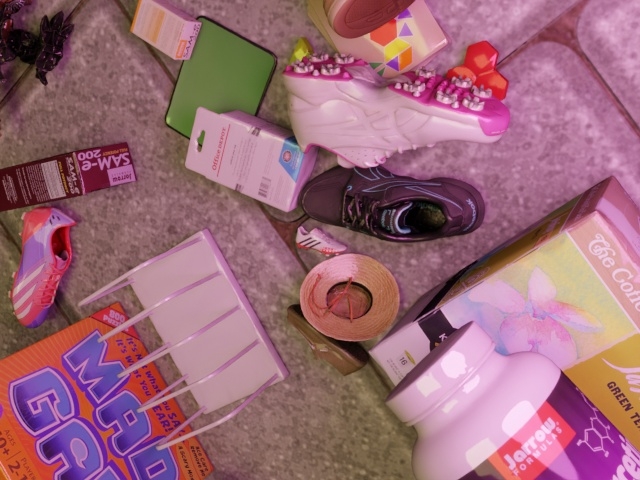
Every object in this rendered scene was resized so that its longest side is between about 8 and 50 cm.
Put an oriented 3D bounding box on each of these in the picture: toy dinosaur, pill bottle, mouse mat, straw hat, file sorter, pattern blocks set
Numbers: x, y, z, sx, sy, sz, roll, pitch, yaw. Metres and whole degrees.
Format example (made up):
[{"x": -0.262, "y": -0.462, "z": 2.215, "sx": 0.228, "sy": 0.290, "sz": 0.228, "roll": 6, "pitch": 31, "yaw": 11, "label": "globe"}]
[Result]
[{"x": -0.541, "y": -0.341, "z": 1.233, "sx": 0.219, "sy": 0.164, "sz": 0.321, "roll": 18, "pitch": 131, "yaw": 36, "label": "toy dinosaur"}, {"x": 0.218, "y": 0.238, "z": 0.724, "sx": 0.323, "sy": 0.181, "sz": 0.181, "roll": 47, "pitch": 119, "yaw": 7, "label": "pill bottle"}, {"x": -0.156, "y": -0.228, "z": 1.129, "sx": 0.153, "sy": 0.007, "sz": 0.189, "roll": 32, "pitch": 117, "yaw": 15, "label": "mouse mat"}, {"x": 0.041, "y": 0.092, "z": 1.088, "sx": 0.144, "sy": 0.144, "sz": 0.061, "roll": 36, "pitch": 158, "yaw": 13, "label": "straw hat"}, {"x": -0.225, "y": 0.159, "z": 1.179, "sx": 0.193, "sy": 0.173, "sz": 0.277, "roll": -29, "pitch": 90, "yaw": 29, "label": "file sorter"}, {"x": 0.077, "y": -0.290, "z": 0.983, "sx": 0.286, "sy": 0.026, "sz": 0.324, "roll": -21, "pitch": 94, "yaw": 29, "label": "pattern blocks set"}]

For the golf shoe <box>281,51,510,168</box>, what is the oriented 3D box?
[{"x": 0.091, "y": -0.152, "z": 0.949, "sx": 0.306, "sy": 0.115, "sz": 0.140, "roll": 18, "pitch": 122, "yaw": 28, "label": "golf shoe"}]

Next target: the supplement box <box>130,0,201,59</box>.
[{"x": -0.235, "y": -0.323, "z": 1.118, "sx": 0.098, "sy": 0.036, "sz": 0.062, "roll": 35, "pitch": 117, "yaw": 19, "label": "supplement box"}]

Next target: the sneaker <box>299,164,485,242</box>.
[{"x": 0.083, "y": -0.051, "z": 1.006, "sx": 0.268, "sy": 0.106, "sz": 0.101, "roll": 4, "pitch": 107, "yaw": 27, "label": "sneaker"}]

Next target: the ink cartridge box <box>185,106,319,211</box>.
[{"x": -0.102, "y": -0.126, "z": 1.094, "sx": 0.180, "sy": 0.060, "sz": 0.104, "roll": 24, "pitch": 114, "yaw": 15, "label": "ink cartridge box"}]

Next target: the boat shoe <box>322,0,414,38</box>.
[{"x": 0.108, "y": -0.392, "z": 0.866, "sx": 0.110, "sy": 0.122, "sz": 0.341, "roll": 42, "pitch": 95, "yaw": 20, "label": "boat shoe"}]

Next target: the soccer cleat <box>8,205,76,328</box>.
[{"x": -0.501, "y": 0.057, "z": 1.342, "sx": 0.095, "sy": 0.083, "sz": 0.247, "roll": 19, "pitch": 109, "yaw": 16, "label": "soccer cleat"}]

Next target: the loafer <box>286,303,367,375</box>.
[{"x": 0.002, "y": 0.155, "z": 1.132, "sx": 0.148, "sy": 0.056, "sz": 0.050, "roll": 39, "pitch": 111, "yaw": 12, "label": "loafer"}]

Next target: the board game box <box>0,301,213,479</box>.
[{"x": -0.485, "y": 0.379, "z": 1.264, "sx": 0.356, "sy": 0.356, "sz": 0.356, "roll": -29, "pitch": 91, "yaw": 30, "label": "board game box"}]

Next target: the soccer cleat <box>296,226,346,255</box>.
[{"x": 0.000, "y": 0.000, "z": 1.104, "sx": 0.083, "sy": 0.029, "sz": 0.035, "roll": 11, "pitch": 113, "yaw": 28, "label": "soccer cleat"}]

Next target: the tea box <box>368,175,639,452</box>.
[{"x": 0.302, "y": 0.155, "z": 0.889, "sx": 0.324, "sy": 0.220, "sz": 0.329, "roll": -38, "pitch": 86, "yaw": 29, "label": "tea box"}]

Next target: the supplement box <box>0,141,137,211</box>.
[{"x": -0.446, "y": -0.104, "z": 1.236, "sx": 0.240, "sy": 0.130, "sz": 0.073, "roll": -7, "pitch": 101, "yaw": 27, "label": "supplement box"}]
